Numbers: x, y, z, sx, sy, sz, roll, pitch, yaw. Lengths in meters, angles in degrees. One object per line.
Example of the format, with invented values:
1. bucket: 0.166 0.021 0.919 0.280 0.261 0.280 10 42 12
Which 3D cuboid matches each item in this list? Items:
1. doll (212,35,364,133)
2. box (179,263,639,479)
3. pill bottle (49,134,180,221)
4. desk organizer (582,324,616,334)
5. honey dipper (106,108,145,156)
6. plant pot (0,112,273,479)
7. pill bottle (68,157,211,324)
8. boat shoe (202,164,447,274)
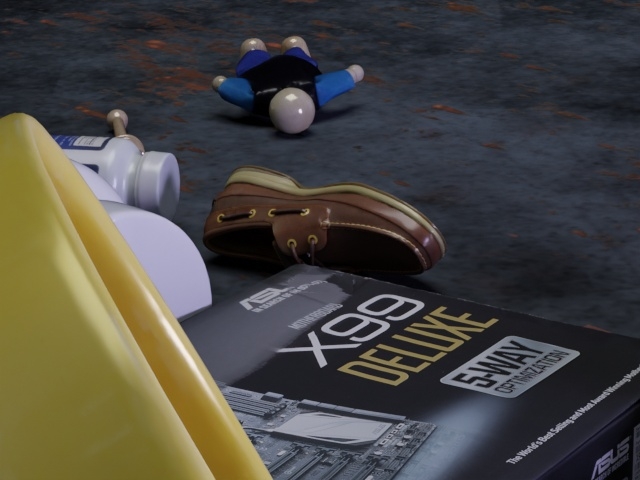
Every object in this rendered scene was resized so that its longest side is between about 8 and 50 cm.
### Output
1. doll: -0.027 -0.134 1.595 0.129 0.046 0.189 -4 19 -3
2. box: -0.005 0.110 0.857 0.242 0.076 0.307 13 25 35
3. pill bottle: -0.161 -0.039 1.305 0.120 0.067 0.067 3 20 14
4. desk organizer: 0.167 0.085 0.962 0.050 0.047 0.130 -15 23 -39
5. honey dipper: -0.157 -0.078 1.480 0.031 0.030 0.160 -5 16 -9
6. plant pot: -0.123 0.128 0.556 0.239 0.254 0.254 -30 23 -1
7. pill bottle: -0.191 0.017 1.021 0.153 0.153 0.265 -20 27 -41
8. boat shoe: 0.000 0.000 1.210 0.178 0.064 0.060 12 54 37
